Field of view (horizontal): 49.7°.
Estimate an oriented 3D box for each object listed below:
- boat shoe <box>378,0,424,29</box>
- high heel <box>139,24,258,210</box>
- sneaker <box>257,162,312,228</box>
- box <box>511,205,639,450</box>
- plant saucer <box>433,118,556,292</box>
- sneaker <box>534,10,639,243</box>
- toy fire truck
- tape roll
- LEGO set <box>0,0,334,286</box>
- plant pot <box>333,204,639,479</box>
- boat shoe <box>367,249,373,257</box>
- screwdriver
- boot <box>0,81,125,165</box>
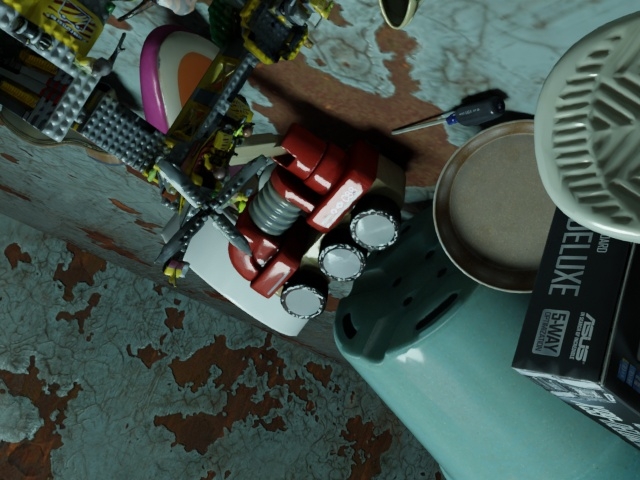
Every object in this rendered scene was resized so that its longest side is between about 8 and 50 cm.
[{"bbox_3d":[0.045,-0.200,0.441,0.056,0.048,0.153,15,164,18],"label":"boat shoe"},{"bbox_3d":[-0.189,-0.142,0.816,0.181,0.127,0.377,25,161,12],"label":"high heel"},{"bbox_3d":[0.000,0.000,0.952,0.132,0.086,0.229,-3,114,33],"label":"sneaker"},{"bbox_3d":[0.303,0.054,0.607,0.307,0.243,0.076,34,160,-37],"label":"box"},{"bbox_3d":[0.193,-0.033,0.664,0.168,0.169,0.029,20,-162,4],"label":"plant saucer"},{"bbox_3d":[0.275,-0.055,0.275,0.349,0.131,0.148,3,-177,27],"label":"sneaker"},{"bbox_3d":[-0.053,-0.040,0.793,0.246,0.159,0.217,33,125,-15],"label":"toy fire truck"},{"bbox_3d":[-0.121,0.031,1.142,0.286,0.100,0.286,39,-178,-2],"label":"tape roll"},{"bbox_3d":[-0.118,-0.147,0.456,0.192,0.255,0.331,28,167,48],"label":"LEGO set"},{"bbox_3d":[0.215,0.144,0.857,0.334,0.341,0.341,45,156,-22],"label":"plant pot"},{"bbox_3d":[0.081,-0.002,1.018,0.227,0.069,0.081,16,177,19],"label":"boat shoe"},{"bbox_3d":[0.120,-0.115,0.684,0.025,0.024,0.170,55,157,-12],"label":"screwdriver"},{"bbox_3d":[-0.346,-0.181,0.927,0.219,0.082,0.106,16,140,14],"label":"boot"}]
